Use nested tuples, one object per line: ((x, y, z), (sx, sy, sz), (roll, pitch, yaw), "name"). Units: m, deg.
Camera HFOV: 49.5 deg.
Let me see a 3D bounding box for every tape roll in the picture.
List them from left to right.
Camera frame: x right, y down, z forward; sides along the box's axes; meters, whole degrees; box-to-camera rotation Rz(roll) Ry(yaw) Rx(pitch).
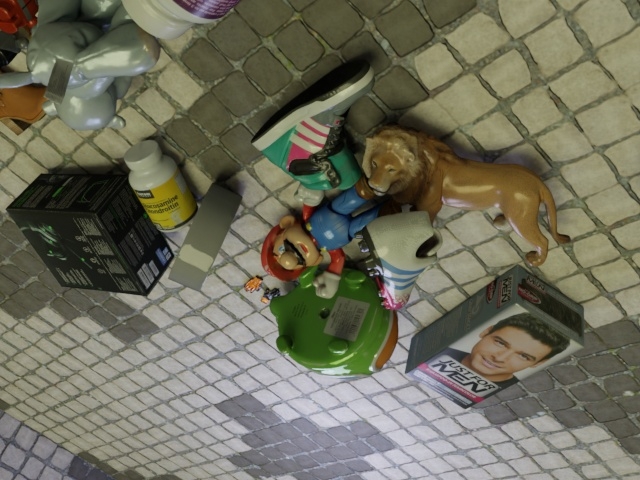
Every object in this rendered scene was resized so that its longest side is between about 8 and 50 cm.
((-0.237, -0.006, 1.437), (0.072, 0.219, 0.219), (25, 137, -9), "tape roll")

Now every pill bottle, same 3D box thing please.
((-0.334, -0.113, 1.446), (0.103, 0.103, 0.184), (-2, 134, 22), "pill bottle")
((-0.162, -0.426, 1.012), (0.301, 0.169, 0.169), (-27, 121, 38), "pill bottle")

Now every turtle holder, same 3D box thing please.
((0.024, 0.202, 1.548), (0.320, 0.243, 0.227), (-21, 142, 24), "turtle holder")

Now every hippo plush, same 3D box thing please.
((-0.375, -0.284, 1.183), (0.234, 0.294, 0.236), (11, 153, 2), "hippo plush")

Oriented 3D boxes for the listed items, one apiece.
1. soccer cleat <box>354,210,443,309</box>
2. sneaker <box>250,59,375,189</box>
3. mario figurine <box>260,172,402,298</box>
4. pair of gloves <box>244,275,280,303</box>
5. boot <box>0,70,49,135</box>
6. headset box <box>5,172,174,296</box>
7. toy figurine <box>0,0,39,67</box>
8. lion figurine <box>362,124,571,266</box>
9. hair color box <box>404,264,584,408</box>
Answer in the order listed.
((0.158, 0.042, 1.264), (0.143, 0.116, 0.331), (-20, 159, 4), "soccer cleat")
((0.024, -0.182, 1.228), (0.178, 0.124, 0.295), (45, 140, -19), "sneaker")
((0.000, 0.000, 1.381), (0.320, 0.198, 0.170), (-30, 155, 33), "mario figurine")
((-0.143, 0.122, 1.689), (0.083, 0.010, 0.074), (34, 135, -16), "pair of gloves")
((-0.610, -0.301, 1.377), (0.197, 0.073, 0.152), (-23, 119, 33), "boot")
((-0.511, -0.014, 1.537), (0.283, 0.131, 0.246), (3, 134, 27), "headset box")
((-0.584, -0.422, 1.196), (0.213, 0.148, 0.209), (33, 142, -18), "toy figurine")
((0.269, -0.091, 1.238), (0.392, 0.142, 0.240), (5, 138, 6), "lion figurine")
((0.374, 0.226, 1.535), (0.185, 0.113, 0.374), (31, 136, -13), "hair color box")
